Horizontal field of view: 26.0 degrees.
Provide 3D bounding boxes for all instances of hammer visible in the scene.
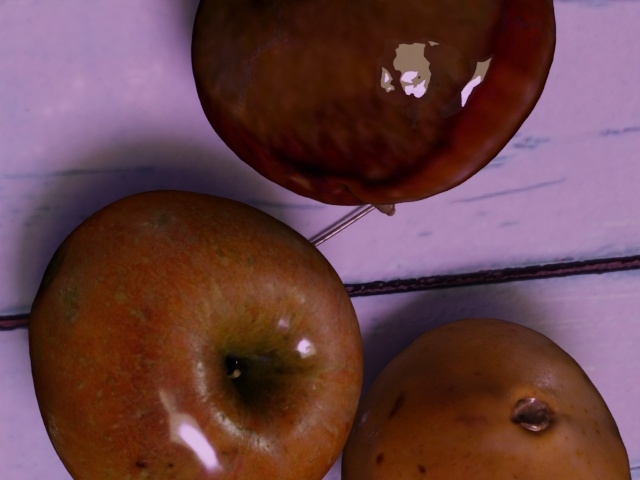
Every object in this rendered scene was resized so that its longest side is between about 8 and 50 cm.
[{"bbox_3d":[0.000,0.000,1.021,0.123,0.014,0.029,-33,113,3],"label":"hammer"}]

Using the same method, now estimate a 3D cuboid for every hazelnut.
[{"bbox_3d":[0.036,-0.121,0.857,0.229,0.229,0.229,-10,123,-15],"label":"hazelnut"}]

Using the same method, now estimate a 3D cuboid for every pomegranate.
[{"bbox_3d":[0.123,0.179,1.047,0.233,0.233,0.233,-10,123,-15],"label":"pomegranate"}]

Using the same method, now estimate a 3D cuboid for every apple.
[{"bbox_3d":[-0.091,0.083,0.934,0.237,0.207,0.237,-2,94,-33],"label":"apple"}]
